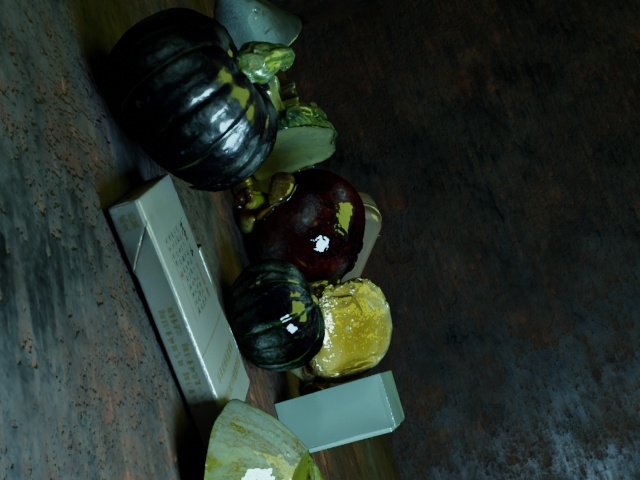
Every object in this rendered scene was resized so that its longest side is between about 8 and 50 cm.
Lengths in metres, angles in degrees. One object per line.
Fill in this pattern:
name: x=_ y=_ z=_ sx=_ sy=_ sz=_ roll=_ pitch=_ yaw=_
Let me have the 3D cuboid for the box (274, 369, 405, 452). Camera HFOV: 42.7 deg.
box: x=0.047 y=0.362 z=1.710 sx=0.225 sy=0.225 sz=0.117 roll=35 pitch=38 yaw=-77

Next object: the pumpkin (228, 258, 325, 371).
pumpkin: x=-0.081 y=0.141 z=1.546 sx=0.220 sy=0.162 sz=0.220 roll=-22 pitch=90 yaw=-88

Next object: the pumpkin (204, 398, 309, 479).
pumpkin: x=-0.076 y=0.325 z=1.099 sx=0.217 sy=0.110 sz=0.217 roll=2 pitch=90 yaw=-82

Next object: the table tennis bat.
table tennis bat: x=-0.170 y=0.116 z=1.362 sx=0.131 sy=0.022 sz=0.234 roll=-143 pitch=-147 yaw=-70

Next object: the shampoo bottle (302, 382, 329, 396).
shampoo bottle: x=-0.010 y=0.336 z=2.029 sx=0.236 sy=0.068 sz=0.067 roll=-80 pitch=152 yaw=-72

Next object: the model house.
model house: x=-0.117 y=-0.341 z=2.171 sx=0.321 sy=0.261 sz=0.266 roll=71 pitch=0 yaw=-74

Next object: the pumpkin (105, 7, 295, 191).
pumpkin: x=-0.170 y=-0.230 z=1.258 sx=0.296 sy=0.296 sz=0.295 roll=-18 pitch=90 yaw=-84

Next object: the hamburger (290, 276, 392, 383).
hamburger: x=0.026 y=0.192 z=1.745 sx=0.163 sy=0.244 sz=0.244 roll=4 pitch=-60 yaw=49

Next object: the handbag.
handbag: x=0.000 y=0.000 z=2.231 sx=0.149 sy=0.283 sz=0.301 roll=-97 pitch=-154 yaw=-56

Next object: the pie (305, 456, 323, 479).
pie: x=-0.015 y=0.512 z=1.591 sx=0.187 sy=0.041 sz=0.186 roll=-18 pitch=90 yaw=-83

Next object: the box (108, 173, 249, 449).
box: x=-0.194 y=0.094 z=1.187 sx=0.204 sy=0.051 sz=0.365 roll=-84 pitch=156 yaw=-75

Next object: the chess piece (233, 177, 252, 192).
chess piece: x=-0.186 y=-0.137 z=1.910 sx=0.060 sy=0.060 sz=0.172 roll=-83 pitch=156 yaw=-75

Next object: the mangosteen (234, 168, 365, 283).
mangosteen: x=-0.045 y=-0.023 z=1.868 sx=0.297 sy=0.293 sz=0.297 roll=13 pitch=90 yaw=-87

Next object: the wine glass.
wine glass: x=-0.242 y=-0.635 z=1.989 sx=0.267 sy=0.267 sz=0.406 roll=-101 pitch=166 yaw=-47
